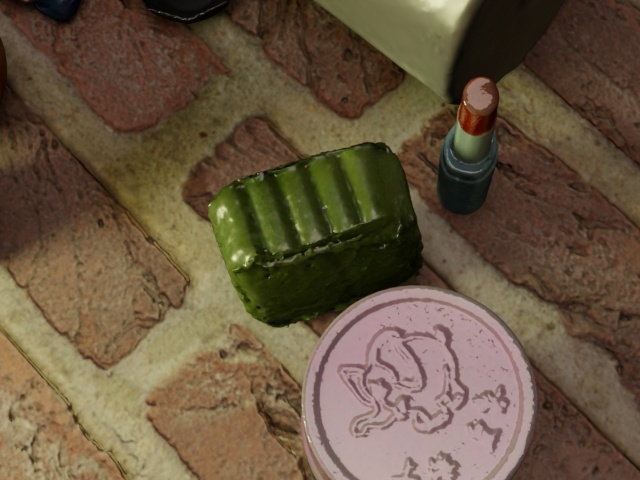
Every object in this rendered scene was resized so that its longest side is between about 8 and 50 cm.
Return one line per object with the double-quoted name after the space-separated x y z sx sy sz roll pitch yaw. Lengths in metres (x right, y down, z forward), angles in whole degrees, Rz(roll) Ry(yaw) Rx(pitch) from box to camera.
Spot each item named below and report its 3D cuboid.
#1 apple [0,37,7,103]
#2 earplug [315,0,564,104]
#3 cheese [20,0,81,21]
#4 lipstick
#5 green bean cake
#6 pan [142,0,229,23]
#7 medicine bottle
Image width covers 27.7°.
-0.472 -0.189 1.469 0.235 0.173 0.210 26 72 20 "apple"
0.088 -0.385 1.437 0.394 0.312 0.312 38 77 13 "earplug"
-0.431 -0.372 1.547 0.329 0.129 0.217 25 80 -9 "cheese"
0.158 -0.098 1.362 0.061 0.274 0.068 16 74 7 "lipstick"
0.000 0.000 1.378 0.214 0.200 0.113 -18 64 0 "green bean cake"
-0.126 -0.333 1.564 0.202 0.048 0.128 -26 75 -5 "pan"
0.086 0.181 1.251 0.212 0.325 0.212 0 74 1 "medicine bottle"
